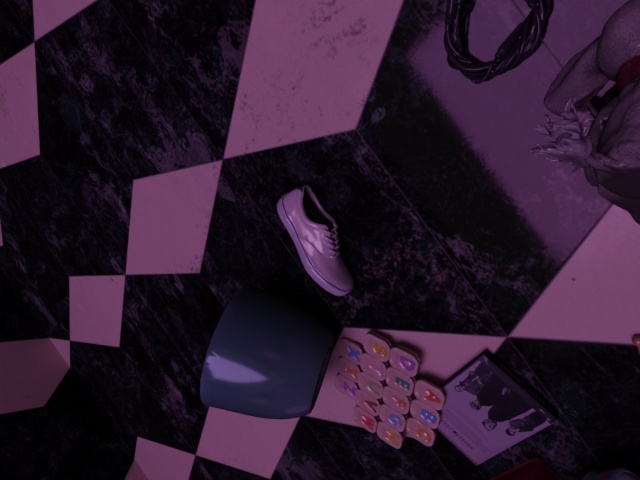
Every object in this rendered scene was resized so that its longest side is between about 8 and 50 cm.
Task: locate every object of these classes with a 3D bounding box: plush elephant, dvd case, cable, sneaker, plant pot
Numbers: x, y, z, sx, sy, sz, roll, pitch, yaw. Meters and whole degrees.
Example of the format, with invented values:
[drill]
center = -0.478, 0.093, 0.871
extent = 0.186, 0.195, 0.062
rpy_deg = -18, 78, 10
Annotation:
[plush elephant]
center = 0.420, -0.179, 0.538
extent = 0.330, 0.272, 0.255
rpy_deg = 17, 83, -9
[dvd case]
center = 0.338, 0.357, 0.947
extent = 0.179, 0.029, 0.238
rpy_deg = 42, 128, 11
[cable]
center = 0.263, -0.334, 0.682
extent = 0.150, 0.047, 0.184
rpy_deg = 12, 114, 23
[sneaker]
center = 0.000, 0.000, 0.967
extent = 0.091, 0.094, 0.258
rpy_deg = -34, 89, 43
[plant pot]
center = -0.103, 0.274, 1.051
extent = 0.235, 0.293, 0.293
rpy_deg = 15, 120, 9

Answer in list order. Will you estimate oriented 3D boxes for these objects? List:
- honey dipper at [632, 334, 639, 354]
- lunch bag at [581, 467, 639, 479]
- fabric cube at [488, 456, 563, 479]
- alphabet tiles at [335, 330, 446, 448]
[honey dipper]
center = 0.554, 0.231, 0.751
extent = 0.030, 0.030, 0.160
rpy_deg = -20, 95, 38
[lunch bag]
center = 0.564, 0.554, 0.768
extent = 0.279, 0.224, 0.108
rpy_deg = 44, 142, 10
[fabric cube]
center = 0.417, 0.653, 0.884
extent = 0.259, 0.258, 0.254
rpy_deg = 42, 126, 11
[alphabet tiles]
center = 0.148, 0.352, 1.052
extent = 0.278, 0.021, 0.284
rpy_deg = 23, 121, 32
